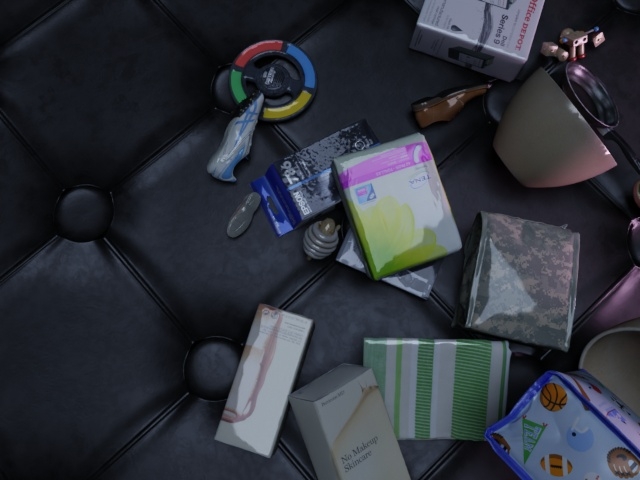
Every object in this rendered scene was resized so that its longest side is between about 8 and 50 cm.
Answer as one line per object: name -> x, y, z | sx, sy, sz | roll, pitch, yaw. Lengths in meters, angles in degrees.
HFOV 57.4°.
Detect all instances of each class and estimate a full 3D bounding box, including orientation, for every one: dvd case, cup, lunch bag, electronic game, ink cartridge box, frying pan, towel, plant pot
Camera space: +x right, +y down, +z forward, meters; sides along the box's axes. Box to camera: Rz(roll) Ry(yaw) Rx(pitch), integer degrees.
dvd case -> 0.179, 0.017, 1.415 | 0.238, 0.029, 0.179 | 23, 78, 4
cup -> 0.769, 0.287, 1.251 | 0.236, 0.331, 0.331 | -24, 78, -32
lunch bag -> 0.447, 0.086, 1.335 | 0.235, 0.169, 0.287 | 13, 82, 3
electronic game -> -0.121, -0.408, 1.492 | 0.229, 0.048, 0.230 | 0, 78, -1
ink cartridge box -> 0.402, -0.564, 1.499 | 0.289, 0.121, 0.211 | 19, 78, 2
ink cartridge box -> 0.003, -0.154, 1.432 | 0.332, 0.065, 0.165 | -29, 80, -6
lunch bag -> 0.556, 0.435, 1.101 | 0.239, 0.327, 0.385 | -51, 56, 15
frying pan -> 0.711, -0.309, 1.461 | 0.326, 0.053, 0.197 | 52, 47, 0
towel -> 0.254, 0.332, 1.300 | 0.324, 0.038, 0.248 | 1, 102, 0
plant pot -> 0.524, -0.236, 1.380 | 0.191, 0.284, 0.284 | -37, 79, 24

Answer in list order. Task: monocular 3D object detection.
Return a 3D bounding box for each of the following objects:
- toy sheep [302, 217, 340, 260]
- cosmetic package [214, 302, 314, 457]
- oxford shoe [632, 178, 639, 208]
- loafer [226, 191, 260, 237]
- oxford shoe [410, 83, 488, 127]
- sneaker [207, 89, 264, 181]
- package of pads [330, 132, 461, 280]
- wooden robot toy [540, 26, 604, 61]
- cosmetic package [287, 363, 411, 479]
toy sheep -> 0.000, 0.000, 1.378 | 0.091, 0.132, 0.091 | 15, 37, -12
cosmetic package -> -0.115, 0.303, 1.285 | 0.129, 0.153, 0.296 | 16, 76, 4
oxford shoe -> 0.913, -0.095, 1.378 | 0.348, 0.130, 0.123 | 10, 73, -10
loafer -> -0.189, -0.063, 1.424 | 0.045, 0.039, 0.125 | 37, 81, -27
oxford shoe -> 0.333, -0.346, 1.488 | 0.212, 0.076, 0.076 | -23, 109, -8
sneaker -> -0.195, -0.255, 1.436 | 0.086, 0.085, 0.237 | 27, 91, -30
package of pads -> 0.177, -0.080, 1.354 | 0.229, 0.101, 0.297 | -18, 89, -6
wooden robot toy -> 0.651, -0.521, 1.538 | 0.173, 0.076, 0.079 | -20, 44, -5
cosmetic package -> 0.069, 0.433, 1.214 | 0.160, 0.113, 0.310 | -24, 98, -32
